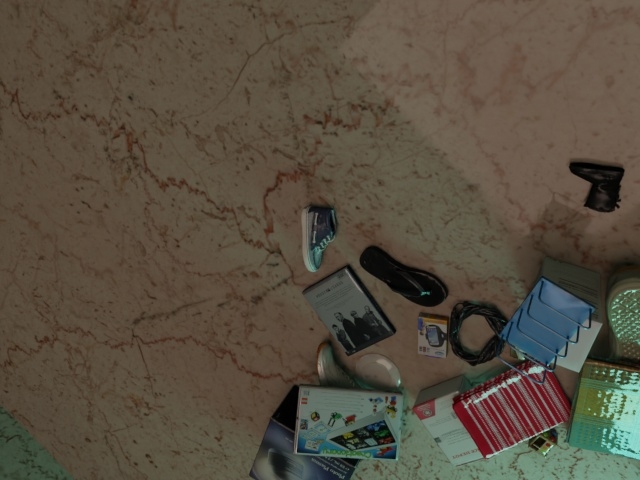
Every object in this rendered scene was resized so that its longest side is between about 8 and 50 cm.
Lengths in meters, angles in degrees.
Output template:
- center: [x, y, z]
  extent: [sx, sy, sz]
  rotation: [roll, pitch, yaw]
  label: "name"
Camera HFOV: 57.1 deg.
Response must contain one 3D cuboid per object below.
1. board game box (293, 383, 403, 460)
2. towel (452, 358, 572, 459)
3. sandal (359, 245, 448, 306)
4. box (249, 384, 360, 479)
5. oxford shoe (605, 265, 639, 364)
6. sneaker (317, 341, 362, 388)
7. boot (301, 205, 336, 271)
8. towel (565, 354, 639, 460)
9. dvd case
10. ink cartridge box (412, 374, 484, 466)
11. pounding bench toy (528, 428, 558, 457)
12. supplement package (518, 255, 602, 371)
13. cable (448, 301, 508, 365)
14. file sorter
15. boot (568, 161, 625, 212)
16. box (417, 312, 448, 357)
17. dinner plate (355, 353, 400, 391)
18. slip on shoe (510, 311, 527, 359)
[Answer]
- center: [0.080, 0.526, 1.704]
  extent: [0.305, 0.053, 0.193]
  rotation: [6, 85, -6]
  label: "board game box"
- center: [0.507, 0.444, 1.549]
  extent: [0.274, 0.031, 0.199]
  rotation: [-30, 98, 9]
  label: "towel"
- center: [0.215, 0.108, 1.576]
  extent: [0.254, 0.054, 0.097]
  rotation: [27, 120, 12]
  label: "sandal"
- center: [-0.033, 0.679, 1.868]
  extent: [0.296, 0.183, 0.294]
  rotation: [27, 122, 12]
  label: "box"
- center: [0.742, 0.237, 1.362]
  extent: [0.169, 0.130, 0.449]
  rotation: [-5, 124, 26]
  label: "oxford shoe"
- center: [0.060, 0.425, 1.778]
  extent: [0.121, 0.099, 0.262]
  rotation: [-11, 103, 3]
  label: "sneaker"
- center: [0.000, 0.000, 1.616]
  extent: [0.086, 0.069, 0.190]
  rotation: [4, 112, 26]
  label: "boot"
- center: [0.750, 0.414, 1.411]
  extent: [0.271, 0.040, 0.370]
  rotation: [7, 134, 22]
  label: "towel"
- center: [0.080, 0.205, 1.695]
  extent: [0.179, 0.029, 0.239]
  rotation: [-32, 96, 32]
  label: "dvd case"
- center: [0.389, 0.509, 1.653]
  extent: [0.158, 0.092, 0.218]
  rotation: [-31, 95, 31]
  label: "ink cartridge box"
- center: [0.592, 0.531, 1.595]
  extent: [0.083, 0.052, 0.065]
  rotation: [31, 121, 9]
  label: "pounding bench toy"
- center: [0.547, 0.160, 1.338]
  extent: [0.133, 0.244, 0.139]
  rotation: [19, 119, 16]
  label: "supplement package"
- center: [0.417, 0.251, 1.560]
  extent: [0.150, 0.047, 0.185]
  rotation: [6, 112, 17]
  label: "cable"
- center: [0.449, 0.185, 1.188]
  extent: [0.118, 0.104, 0.170]
  rotation: [32, 122, 12]
  label: "file sorter"
- center: [0.609, -0.118, 1.308]
  extent: [0.121, 0.045, 0.099]
  rotation: [12, 120, 19]
  label: "boot"
- center: [0.310, 0.269, 1.621]
  extent: [0.081, 0.028, 0.136]
  rotation: [5, 112, 22]
  label: "box"
- center: [0.169, 0.401, 1.750]
  extent: [0.141, 0.017, 0.141]
  rotation: [10, 116, 22]
  label: "dinner plate"
- center: [0.503, 0.246, 1.514]
  extent: [0.041, 0.051, 0.135]
  rotation: [2, 119, 36]
  label: "slip on shoe"
